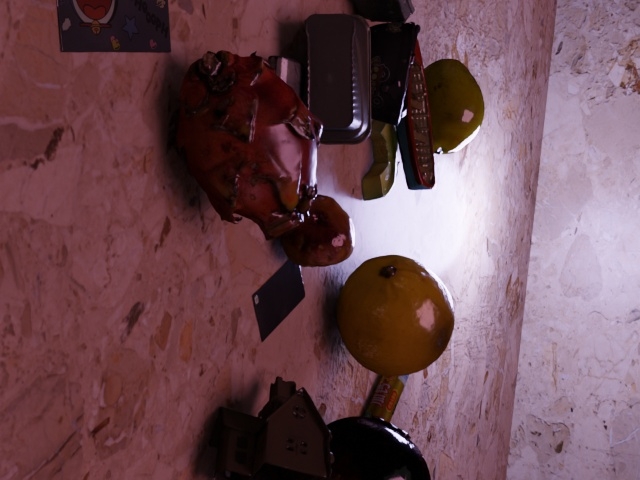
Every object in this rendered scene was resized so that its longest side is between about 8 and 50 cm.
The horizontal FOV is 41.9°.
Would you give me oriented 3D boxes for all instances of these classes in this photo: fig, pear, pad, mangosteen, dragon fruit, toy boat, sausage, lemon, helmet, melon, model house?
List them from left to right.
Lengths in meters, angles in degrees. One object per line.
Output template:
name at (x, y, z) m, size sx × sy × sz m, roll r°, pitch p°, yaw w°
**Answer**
pad at (-0.309, -0.372, 1.269) m, size 0.245 × 0.006 × 0.170 m, roll -21°, pitch 113°, yaw -58°
dragon fruit at (-0.116, -0.166, 1.421) m, size 0.315 × 0.250 × 0.250 m, roll 45°, pitch 44°, yaw -4°
model house at (-0.103, 0.371, 1.621) m, size 0.211 × 0.204 × 0.243 m, roll -54°, pitch -157°, yaw 41°
pad at (-0.085, 0.118, 1.775) m, size 0.193 × 0.004 × 0.116 m, roll -45°, pitch 134°, yaw -50°
fig at (0.000, 0.000, 1.798) m, size 0.257 × 0.159 × 0.159 m, roll 68°, pitch 35°, yaw -73°
mangosteen at (0.081, 0.567, 1.874) m, size 0.347 × 0.307 × 0.307 m, roll -60°, pitch 147°, yaw -9°
toy boat at (0.112, -0.618, 1.853) m, size 0.092 × 0.141 × 0.319 m, roll -56°, pitch 142°, yaw -23°
helmet at (0.132, -0.393, 1.909) m, size 0.279 × 0.160 × 0.231 m, roll -85°, pitch -177°, yaw -62°
melon at (0.153, -0.208, 2.096) m, size 0.118 × 0.064 × 0.210 m, roll -16°, pitch 106°, yaw -55°
sausage at (0.200, 0.382, 2.274) m, size 0.371 × 0.082 × 0.082 m, roll -62°, pitch 144°, yaw -36°
lemon at (0.178, 0.181, 1.990) m, size 0.297 × 0.297 × 0.297 m, roll -19°, pitch 111°, yaw -59°
toy boat at (0.233, -0.319, 2.113) m, size 0.136 × 0.079 × 0.392 m, roll 9°, pitch 72°, yaw -59°
pear at (0.335, -0.361, 2.249) m, size 0.212 × 0.212 × 0.269 m, roll 28°, pitch 66°, yaw -60°

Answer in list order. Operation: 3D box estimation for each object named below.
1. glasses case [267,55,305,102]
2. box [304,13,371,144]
glasses case at (-0.082, -0.207, 1.657) m, size 0.114 × 0.060 × 0.299 m, roll 2°, pitch 93°, yaw -66°
box at (0.029, -0.333, 1.722) m, size 0.178 × 0.138 × 0.274 m, roll -38°, pitch 128°, yaw -78°
